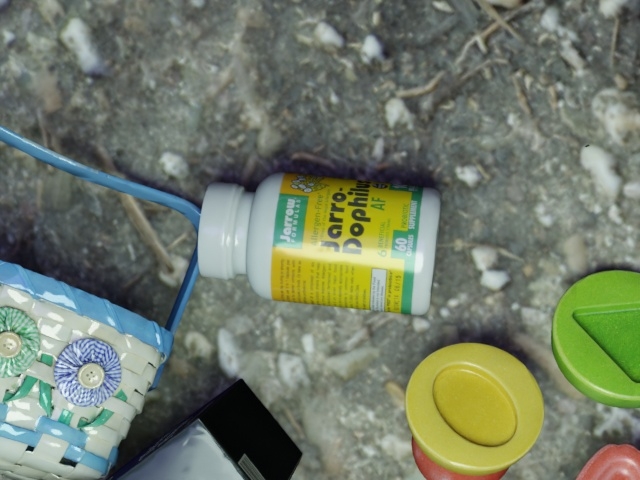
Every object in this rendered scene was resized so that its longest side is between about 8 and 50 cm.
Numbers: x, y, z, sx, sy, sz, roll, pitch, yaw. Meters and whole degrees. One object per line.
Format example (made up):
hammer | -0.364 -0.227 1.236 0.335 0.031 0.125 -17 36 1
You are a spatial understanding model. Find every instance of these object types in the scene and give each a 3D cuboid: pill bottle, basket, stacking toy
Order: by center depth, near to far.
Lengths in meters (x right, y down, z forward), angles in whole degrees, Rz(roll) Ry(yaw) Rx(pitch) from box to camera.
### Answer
basket | -0.240 0.062 1.348 0.254 0.201 0.289 20 64 -20
stacking toy | 0.250 0.194 1.366 0.279 0.130 0.309 -35 67 -22
pill bottle | 0.000 0.000 1.381 0.208 0.117 0.118 6 92 5

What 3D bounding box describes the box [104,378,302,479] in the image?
box | -0.127 0.224 1.327 0.184 0.261 0.103 -40 88 4
